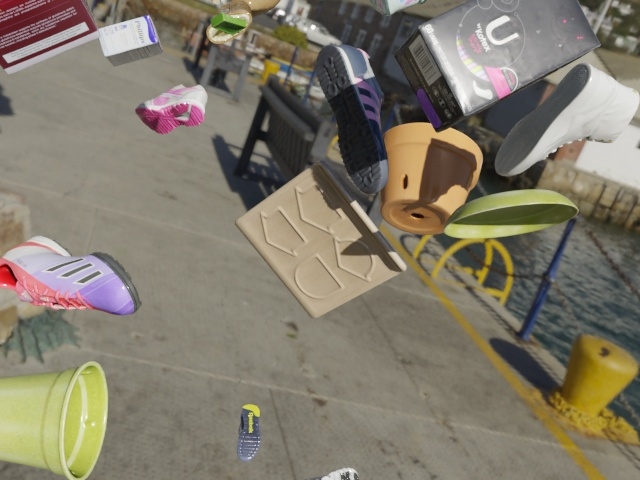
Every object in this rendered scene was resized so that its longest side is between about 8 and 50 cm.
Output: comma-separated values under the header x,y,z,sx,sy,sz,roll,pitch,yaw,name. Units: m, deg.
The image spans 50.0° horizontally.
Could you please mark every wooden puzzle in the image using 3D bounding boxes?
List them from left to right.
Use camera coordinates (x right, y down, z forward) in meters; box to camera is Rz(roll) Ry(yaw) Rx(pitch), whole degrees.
x,y,z,sx,sy,sz,roll,pitch,yaw,name
0.000,0.000,1.658,0.322,0.348,0.080,52,40,-9,wooden puzzle

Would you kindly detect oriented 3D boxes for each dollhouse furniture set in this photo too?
x,y,z,sx,sy,sz,roll,pitch,yaw,name
-0.177,-0.457,1.246,0.076,0.151,0.058,-19,-10,35,dollhouse furniture set

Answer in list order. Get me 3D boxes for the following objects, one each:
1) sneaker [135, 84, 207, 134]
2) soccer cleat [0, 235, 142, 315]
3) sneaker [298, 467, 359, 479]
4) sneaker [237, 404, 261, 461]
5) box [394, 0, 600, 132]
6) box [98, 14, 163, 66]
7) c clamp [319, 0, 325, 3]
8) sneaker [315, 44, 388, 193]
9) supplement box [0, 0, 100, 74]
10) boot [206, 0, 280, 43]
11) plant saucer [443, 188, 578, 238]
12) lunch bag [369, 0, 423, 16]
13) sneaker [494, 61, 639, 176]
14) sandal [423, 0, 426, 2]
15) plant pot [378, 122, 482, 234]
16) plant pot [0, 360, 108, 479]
x,y,z,sx,sy,sz,roll,pitch,yaw,name
-0.415,-0.379,1.958,0.252,0.103,0.111,0,50,29,sneaker
-0.415,0.073,1.105,0.318,0.108,0.116,14,36,37,soccer cleat
-0.007,0.663,1.812,0.118,0.110,0.292,-8,-8,41,sneaker
-0.168,0.457,1.607,0.053,0.059,0.144,11,40,-7,sneaker
0.290,-0.319,1.146,0.165,0.270,0.143,61,-10,-3,box
-0.481,-0.504,1.743,0.137,0.072,0.126,-17,5,-6,box
0.047,-0.686,1.709,0.137,0.160,0.022,-10,-9,28,c clamp
0.099,-0.257,1.432,0.131,0.319,0.112,-14,-1,-42,sneaker
-0.361,-0.310,0.773,0.239,0.130,0.073,78,-13,-63,supplement box
-0.205,-0.653,1.957,0.089,0.236,0.269,55,12,-24,boot
0.343,-0.050,1.259,0.241,0.037,0.241,-5,-14,-1,plant saucer
0.136,-0.627,1.468,0.108,0.279,0.224,-23,30,-3,lunch bag
0.499,-0.210,1.383,0.169,0.292,0.108,16,50,-22,sneaker
0.218,-0.678,1.755,0.179,0.040,0.067,44,50,-23,sandal
0.275,-0.147,1.840,0.291,0.203,0.291,12,-24,5,plant pot
-0.673,0.420,1.621,0.254,0.276,0.276,1,16,3,plant pot
